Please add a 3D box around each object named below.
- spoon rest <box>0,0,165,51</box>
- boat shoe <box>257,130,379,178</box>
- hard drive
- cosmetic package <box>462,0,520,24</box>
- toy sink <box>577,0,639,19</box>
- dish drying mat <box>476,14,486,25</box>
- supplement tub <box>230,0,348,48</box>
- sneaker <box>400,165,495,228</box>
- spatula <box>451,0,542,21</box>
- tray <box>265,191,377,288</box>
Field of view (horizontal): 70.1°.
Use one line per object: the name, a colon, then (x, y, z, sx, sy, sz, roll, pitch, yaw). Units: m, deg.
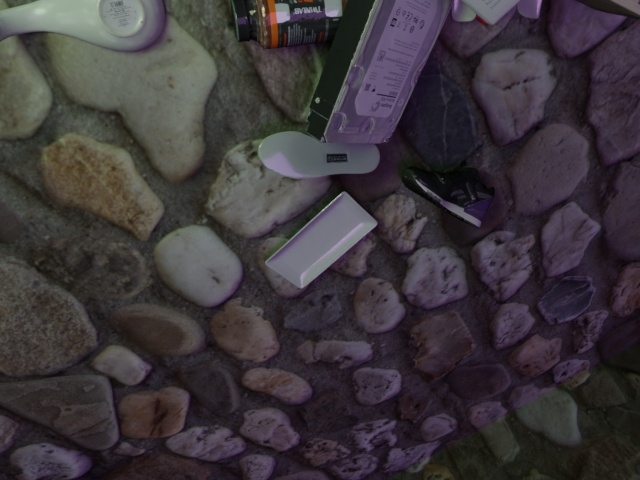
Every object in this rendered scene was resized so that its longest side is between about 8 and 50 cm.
spoon rest: (-0.393, -0.364, 0.735, 0.276, 0.084, 0.137, -20, 131, -21)
boat shoe: (-0.008, -0.184, 0.975, 0.268, 0.088, 0.096, -7, 103, -21)
hard drive: (0.116, -0.343, 0.848, 0.237, 0.064, 0.338, -12, 135, -49)
cosmetic package: (0.173, -0.528, 0.608, 0.453, 0.161, 0.230, 17, 142, -36)
toy sink: (0.541, -0.530, 0.864, 0.234, 0.152, 0.131, 9, 121, -23)
dish drying mat: (0.352, -0.484, 0.926, 0.032, 0.008, 0.083, 23, 116, -29)
supplement tub: (-0.053, -0.394, 0.796, 0.198, 0.106, 0.106, -12, 127, -11)
sneaker: (0.318, -0.140, 1.123, 0.283, 0.107, 0.124, 23, 100, -35)
spatula: (0.332, -0.533, 0.834, 0.168, 0.019, 0.242, 8, 130, 19)
tray: (0.000, 0.000, 1.146, 0.270, 0.030, 0.145, -41, 127, 13)
